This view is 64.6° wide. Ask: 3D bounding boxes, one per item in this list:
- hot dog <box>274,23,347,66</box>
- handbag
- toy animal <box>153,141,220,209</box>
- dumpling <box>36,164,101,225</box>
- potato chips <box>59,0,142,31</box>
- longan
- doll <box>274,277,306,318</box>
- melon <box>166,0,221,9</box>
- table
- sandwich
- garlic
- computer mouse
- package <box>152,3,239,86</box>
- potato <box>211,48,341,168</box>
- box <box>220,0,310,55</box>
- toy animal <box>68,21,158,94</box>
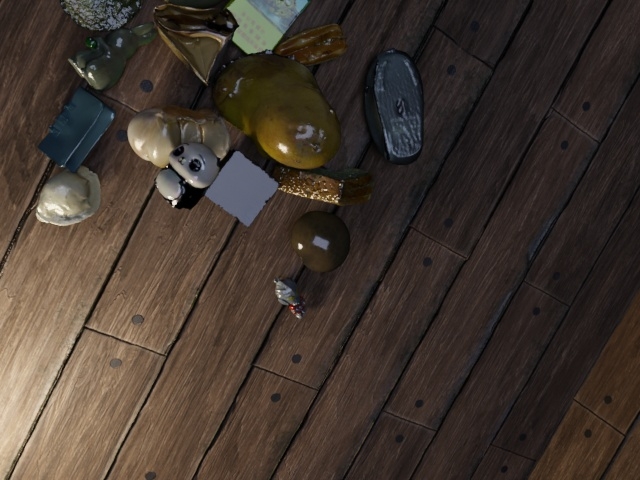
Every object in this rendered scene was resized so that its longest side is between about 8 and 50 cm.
[{"bbox_3d":[-0.035,-0.605,1.591,0.269,0.072,0.110,-20,106,-12],"label":"hot dog"},{"bbox_3d":[-0.701,-0.320,1.447,0.144,0.057,0.221,37,92,19],"label":"handbag"},{"bbox_3d":[-0.371,-0.193,1.404,0.166,0.138,0.179,45,111,14],"label":"toy animal"},{"bbox_3d":[-0.730,-0.124,1.484,0.155,0.111,0.181,30,99,-17],"label":"dumpling"},{"bbox_3d":[-0.619,-0.694,1.430,0.219,0.029,0.202,9,101,-15],"label":"potato chips"},{"bbox_3d":[0.000,0.000,1.685,0.212,0.198,0.198,34,92,-14],"label":"longan"},{"bbox_3d":[-0.103,0.195,1.763,0.094,0.079,0.180,-50,120,-30],"label":"doll"},{"bbox_3d":[-0.328,-0.774,1.372,0.307,0.271,0.272,-33,109,-12],"label":"melon"},{"bbox_3d":[-0.250,-0.174,1.565,0.169,0.193,0.173,37,91,-20],"label":"table"},{"bbox_3d":[0.018,-0.192,1.680,0.254,0.288,0.100,-24,125,-56],"label":"sandwich"},{"bbox_3d":[-0.426,-0.304,1.503,0.280,0.185,0.203,-8,127,-35],"label":"garlic"},{"bbox_3d":[0.247,-0.438,1.688,0.203,0.114,0.375,-7,97,-11],"label":"computer mouse"},{"bbox_3d":[-0.328,-0.559,1.390,0.165,0.311,0.221,-42,109,-1],"label":"package"},{"bbox_3d":[-0.116,-0.371,1.476,0.397,0.296,0.290,33,109,-23],"label":"potato"},{"bbox_3d":[-0.153,-0.723,1.533,0.187,0.047,0.335,38,94,-20],"label":"box"},{"bbox_3d":[-0.580,-0.542,1.441,0.125,0.127,0.251,45,76,-3],"label":"toy animal"}]
